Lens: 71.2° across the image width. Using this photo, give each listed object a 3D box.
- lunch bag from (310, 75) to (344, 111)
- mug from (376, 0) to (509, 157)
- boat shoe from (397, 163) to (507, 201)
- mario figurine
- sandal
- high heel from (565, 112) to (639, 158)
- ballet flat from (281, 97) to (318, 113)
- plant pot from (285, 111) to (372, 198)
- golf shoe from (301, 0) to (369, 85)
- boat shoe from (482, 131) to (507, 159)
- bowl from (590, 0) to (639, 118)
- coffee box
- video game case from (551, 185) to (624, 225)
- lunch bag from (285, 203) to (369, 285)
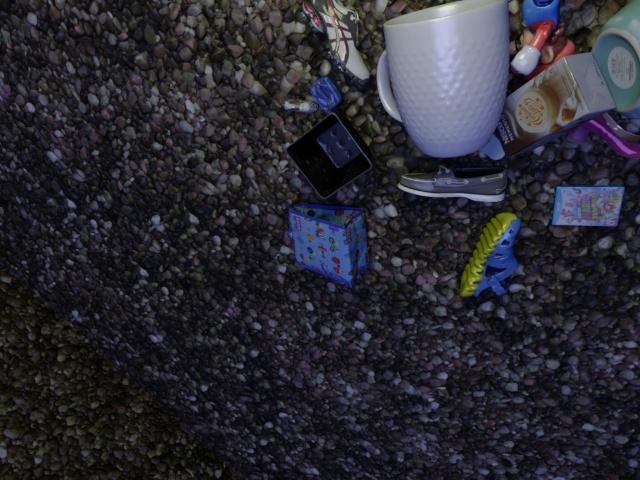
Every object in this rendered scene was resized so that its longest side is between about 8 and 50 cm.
[{"bbox_3d":[0.018,-0.433,1.308,0.067,0.065,0.098,-31,104,29],"label":"lunch bag"},{"bbox_3d":[0.285,-0.399,1.131,0.374,0.276,0.327,23,136,48],"label":"mug"},{"bbox_3d":[0.381,-0.177,1.300,0.306,0.109,0.091,6,118,9],"label":"boat shoe"},{"bbox_3d":[0.485,-0.514,1.040,0.198,0.170,0.320,-33,133,-9],"label":"mario figurine"},{"bbox_3d":[0.541,0.055,1.366,0.138,0.126,0.317,16,129,6],"label":"sandal"},{"bbox_3d":[0.766,-0.285,1.130,0.244,0.082,0.117,23,132,21],"label":"high heel"},{"bbox_3d":[-0.066,-0.408,1.364,0.115,0.041,0.041,11,119,12],"label":"ballet flat"},{"bbox_3d":[0.045,-0.267,1.327,0.188,0.167,0.188,-32,102,30],"label":"plant pot"},{"bbox_3d":[0.066,-0.553,1.211,0.120,0.105,0.272,-32,104,22],"label":"golf shoe"},{"bbox_3d":[0.454,-0.294,1.242,0.065,0.083,0.183,-41,72,30],"label":"boat shoe"},{"bbox_3d":[0.700,-0.384,0.944,0.163,0.311,0.311,-21,109,6],"label":"bowl"},{"bbox_3d":[0.544,-0.317,1.079,0.141,0.098,0.246,70,157,6],"label":"coffee box"},{"bbox_3d":[0.755,-0.098,1.268,0.167,0.015,0.119,2,117,18],"label":"video game case"},{"bbox_3d":[0.000,0.000,1.505,0.294,0.138,0.220,11,124,32],"label":"lunch bag"}]
